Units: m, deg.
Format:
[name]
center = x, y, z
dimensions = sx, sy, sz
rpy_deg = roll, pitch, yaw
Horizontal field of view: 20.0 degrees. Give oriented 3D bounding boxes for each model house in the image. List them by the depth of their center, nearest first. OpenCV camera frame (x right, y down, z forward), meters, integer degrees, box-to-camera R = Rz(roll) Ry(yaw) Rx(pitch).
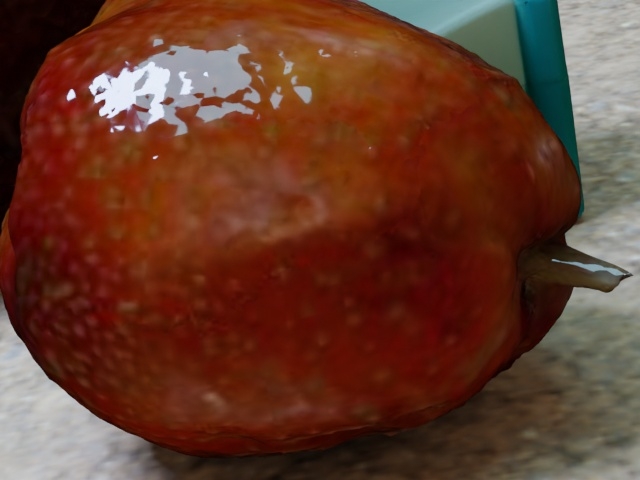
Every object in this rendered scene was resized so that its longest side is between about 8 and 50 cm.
[model house]
center = 0.038, -0.054, 0.735
dimensions = 0.127, 0.100, 0.149
rpy_deg = 11, 32, 42

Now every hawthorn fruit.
[hawthorn fruit]
center = -0.013, -0.004, 0.580
dimensions = 0.179, 0.173, 0.173
rpy_deg = 12, 17, -15

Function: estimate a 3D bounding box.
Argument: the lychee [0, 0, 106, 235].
[lychee]
center = -0.170, -0.127, 0.779
dimensions = 0.276, 0.275, 0.304
rpy_deg = -25, 53, -32
